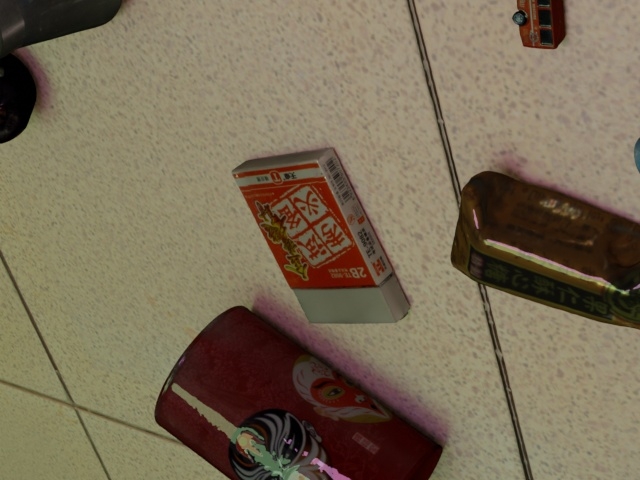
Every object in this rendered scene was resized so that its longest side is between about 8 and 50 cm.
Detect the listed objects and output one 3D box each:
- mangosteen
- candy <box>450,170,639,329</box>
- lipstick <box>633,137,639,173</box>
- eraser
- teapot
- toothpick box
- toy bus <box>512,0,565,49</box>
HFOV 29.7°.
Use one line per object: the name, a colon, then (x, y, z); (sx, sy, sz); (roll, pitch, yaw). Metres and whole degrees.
mangosteen: (-0.462, -0.205, 1.675); (0.151, 0.137, 0.137); (-124, 13, -60)
candy: (0.256, 0.020, 1.186); (0.271, 0.101, 0.143); (23, 144, 20)
lipstick: (0.347, -0.087, 1.035); (0.158, 0.048, 0.048); (-17, 111, 50)
eraser: (0.000, 0.000, 1.467); (0.157, 0.038, 0.230); (-4, 119, 46)
teapot: (-0.357, -0.301, 1.383); (0.203, 0.225, 0.171); (53, 142, -9)
toothpick box: (-0.030, 0.259, 1.601); (0.333, 0.204, 0.204); (35, 142, 17)
toy bus: (0.194, -0.224, 1.073); (0.043, 0.031, 0.110); (15, 135, 32)
